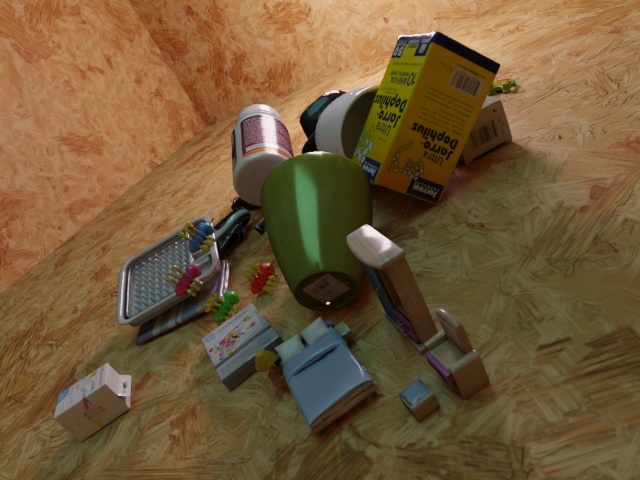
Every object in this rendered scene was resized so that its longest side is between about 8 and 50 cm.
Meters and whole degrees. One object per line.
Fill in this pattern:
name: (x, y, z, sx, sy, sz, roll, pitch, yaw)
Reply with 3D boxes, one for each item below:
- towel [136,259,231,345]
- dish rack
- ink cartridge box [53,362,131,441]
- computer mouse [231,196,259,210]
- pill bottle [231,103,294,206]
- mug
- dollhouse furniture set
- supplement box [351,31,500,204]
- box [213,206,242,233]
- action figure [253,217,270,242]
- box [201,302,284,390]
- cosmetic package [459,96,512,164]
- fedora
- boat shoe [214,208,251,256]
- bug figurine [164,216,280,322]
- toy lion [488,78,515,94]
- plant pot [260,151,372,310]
towel: (-0.385, 0.173, 1.296, 0.285, 0.034, 0.209, -28, 29, 7)
dish rack: (-0.431, 0.093, 1.316, 0.333, 0.072, 0.285, -30, 42, 4)
ink cartridge box: (-0.503, 0.357, 1.025, 0.143, 0.090, 0.092, -34, 27, -9)
computer mouse: (-0.230, -0.223, 1.787, 0.188, 0.072, 0.272, 1, 40, 46)
pill bottle: (-0.214, -0.325, 1.671, 0.224, 0.224, 0.392, -24, 44, 11)
mug: (0.154, -0.360, 1.400, 0.374, 0.276, 0.328, -52, 23, -2)
dollhouse furniture set: (0.035, 0.165, 0.723, 0.303, 0.198, 0.286, -33, 27, -6)
supplement box: (0.246, -0.302, 1.135, 0.356, 0.195, 0.194, -69, 23, 14)
box: (-0.344, -0.040, 1.566, 0.116, 0.029, 0.162, -42, 7, 49)
action figure: (-0.070, -0.113, 1.355, 0.285, 0.185, 0.099, -53, 4, -13)
box: (-0.173, 0.225, 0.995, 0.145, 0.038, 0.186, -36, 27, -13)
cosmetic package: (0.399, -0.340, 1.322, 0.153, 0.129, 0.296, -29, 27, 3)
fedora: (0.042, -0.451, 1.693, 0.334, 0.152, 0.334, -32, -9, -5)
boat shoe: (-0.288, -0.022, 1.507, 0.070, 0.077, 0.219, 26, 49, 15)
bug figurine: (-0.255, 0.083, 1.151, 0.216, 0.279, 0.072, -56, 2, -17)
toy lion: (0.623, -0.534, 1.554, 0.096, 0.034, 0.100, -34, 26, -26)
plant pot: (0.000, 0.000, 1.015, 0.275, 0.275, 0.293, -21, 44, 16)
